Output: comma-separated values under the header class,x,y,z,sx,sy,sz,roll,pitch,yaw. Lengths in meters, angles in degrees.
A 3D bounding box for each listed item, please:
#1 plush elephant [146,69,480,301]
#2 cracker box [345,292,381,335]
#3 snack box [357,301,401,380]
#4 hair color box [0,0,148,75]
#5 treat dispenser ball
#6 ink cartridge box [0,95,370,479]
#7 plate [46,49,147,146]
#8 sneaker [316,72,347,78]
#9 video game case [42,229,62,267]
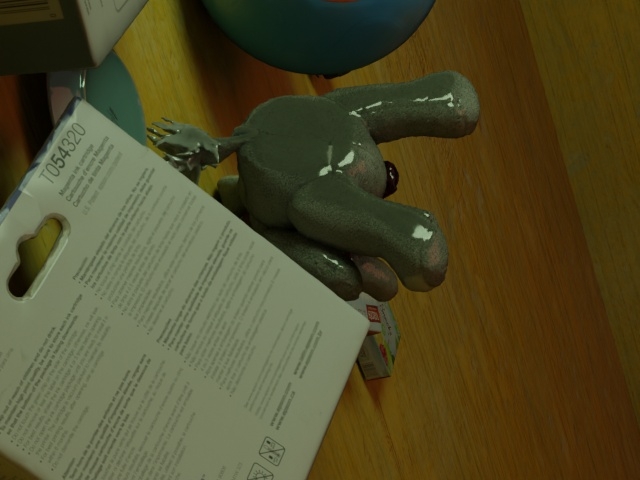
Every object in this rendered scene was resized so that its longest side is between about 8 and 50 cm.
class,x,y,z,sx,sy,sz,roll,pitch,yaw
plush elephant,-0.011,-0.009,1.809,0.255,0.330,0.272,91,3,-50
cracker box,0.000,0.000,2.088,0.156,0.067,0.232,17,61,-68
snack box,0.059,0.093,2.243,0.100,0.037,0.141,-73,145,-58
hair color box,-0.200,-0.306,1.497,0.374,0.114,0.185,-66,148,-55
treat dispenser ball,-0.003,-0.327,1.949,0.288,0.288,0.288,-13,90,-71
ink cartridge box,-0.143,0.096,1.412,0.330,0.071,0.324,38,48,-13
plate,-0.193,-0.112,1.589,0.188,0.024,0.188,-11,90,-73
sneaker,-0.005,-0.273,2.222,0.226,0.086,0.163,-60,131,-65
video game case,-0.187,0.072,1.568,0.212,0.023,0.193,-75,147,-56
